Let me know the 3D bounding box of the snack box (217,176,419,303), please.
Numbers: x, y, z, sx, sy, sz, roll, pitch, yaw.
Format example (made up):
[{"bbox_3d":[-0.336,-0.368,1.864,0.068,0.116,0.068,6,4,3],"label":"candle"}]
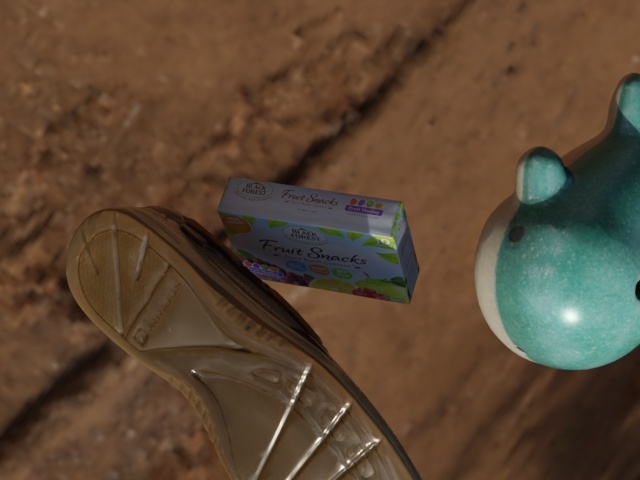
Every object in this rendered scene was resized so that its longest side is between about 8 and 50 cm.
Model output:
[{"bbox_3d":[0.000,0.000,1.401,0.100,0.141,0.037,72,31,-55],"label":"snack box"}]

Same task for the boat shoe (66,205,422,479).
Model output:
[{"bbox_3d":[-0.036,0.097,1.340,0.123,0.342,0.123,-54,165,23],"label":"boat shoe"}]

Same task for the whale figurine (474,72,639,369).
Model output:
[{"bbox_3d":[0.256,-0.012,1.591,0.216,0.141,0.272,44,73,-36],"label":"whale figurine"}]
